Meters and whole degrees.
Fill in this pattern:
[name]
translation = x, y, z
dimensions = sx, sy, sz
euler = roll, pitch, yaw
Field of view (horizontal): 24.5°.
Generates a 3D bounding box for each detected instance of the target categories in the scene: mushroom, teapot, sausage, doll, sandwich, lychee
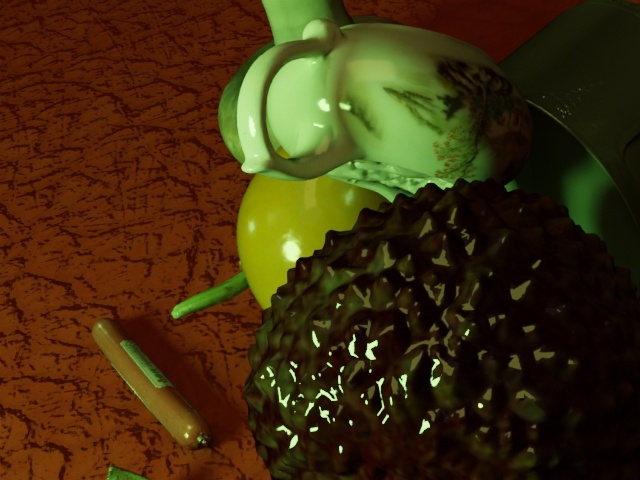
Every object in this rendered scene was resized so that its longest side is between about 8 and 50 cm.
[mushroom]
translation = -0.002, -0.179, 1.520
dimensions = 0.243, 0.243, 0.243
euler = -15, 36, 11
[teapot]
translation = 0.050, -0.084, 1.117
dimensions = 0.204, 0.298, 0.139
euler = 7, 81, 49
[sausage]
translation = -0.161, 0.130, 1.366
dimensions = 0.034, 0.034, 0.253
euler = -34, 37, -14
[doll]
translation = 0.000, 0.000, 1.318
dimensions = 0.236, 0.213, 0.213
euler = -14, 34, 35
[sandwich]
translation = -0.148, 0.221, 1.237
dimensions = 0.083, 0.044, 0.031
euler = 26, 49, -7
[lychee]
translation = 0.102, 0.104, 1.014
dimensions = 0.306, 0.306, 0.330
euler = -2, 36, 27

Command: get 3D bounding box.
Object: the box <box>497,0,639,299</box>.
[box]
translation = 0.233, -0.074, 1.244
dimensions = 0.149, 0.226, 0.226
euler = -39, 38, -21
